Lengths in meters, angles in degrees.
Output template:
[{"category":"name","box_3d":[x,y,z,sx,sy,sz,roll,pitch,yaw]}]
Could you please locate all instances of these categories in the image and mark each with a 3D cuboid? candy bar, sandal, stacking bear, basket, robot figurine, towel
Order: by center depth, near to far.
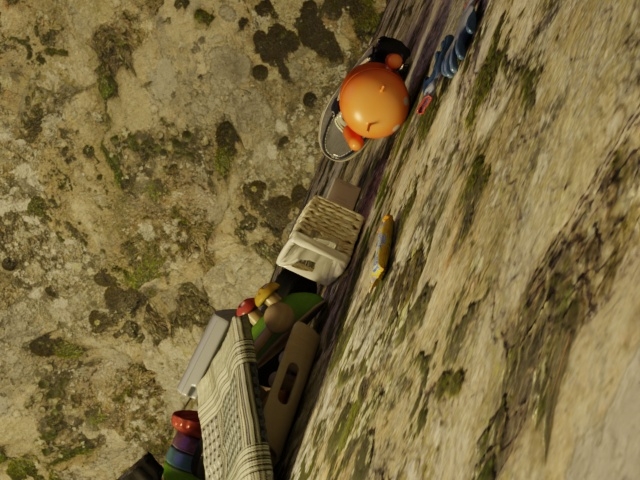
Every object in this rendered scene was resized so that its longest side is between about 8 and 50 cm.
[{"category":"candy bar","box_3d":[0.086,0.016,1.542,0.161,0.018,0.040,-76,10,-57]},{"category":"towel","box_3d":[-0.149,0.316,1.762,0.324,0.056,0.312,120,144,-57]},{"category":"basket","box_3d":[0.000,0.000,1.986,0.167,0.113,0.103,127,167,-70]},{"category":"robot figurine","box_3d":[0.097,-0.252,2.001,0.158,0.128,0.219,-26,13,8]},{"category":"sandal","box_3d":[-0.145,0.251,2.143,0.446,0.107,0.167,-64,-27,-14]},{"category":"stacking bear","box_3d":[-0.255,0.508,2.270,0.164,0.175,0.289,-176,102,-83]}]

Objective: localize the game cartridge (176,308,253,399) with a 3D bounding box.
[{"category":"game cartridge","box_3d":[-0.170,0.241,2.253,0.196,0.060,0.294,-60,-26,-1]}]

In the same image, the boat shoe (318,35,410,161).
[{"category":"boat shoe","box_3d":[0.067,-0.266,2.336,0.340,0.127,0.158,-62,0,42]}]

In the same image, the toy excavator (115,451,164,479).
[{"category":"toy excavator","box_3d":[-0.418,0.630,2.094,0.445,0.222,0.433,-42,-1,-4]}]

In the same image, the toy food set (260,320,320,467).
[{"category":"toy food set","box_3d":[-0.102,0.291,1.886,0.306,0.092,0.220,120,172,-57]}]

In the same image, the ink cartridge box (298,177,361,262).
[{"category":"ink cartridge box","box_3d":[0.014,-0.022,2.201,0.104,0.061,0.181,120,173,-56]}]

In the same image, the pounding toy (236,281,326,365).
[{"category":"pounding toy","box_3d":[-0.099,0.137,1.966,0.183,0.110,0.237,-46,-7,17]}]

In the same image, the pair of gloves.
[{"category":"pair of gloves","box_3d":[0.195,-0.280,1.669,0.198,0.023,0.159,121,172,-53]}]
